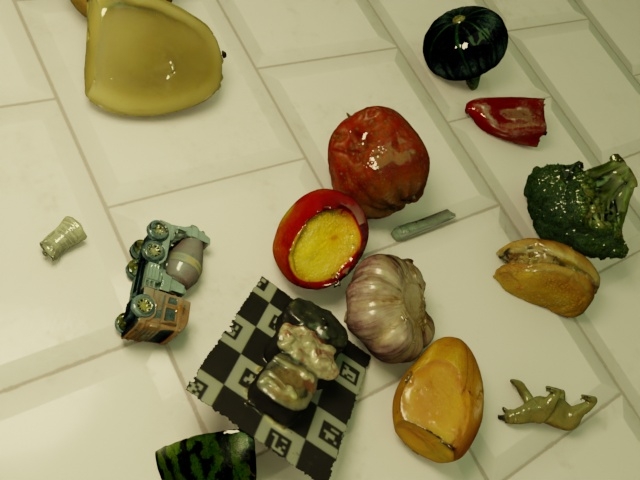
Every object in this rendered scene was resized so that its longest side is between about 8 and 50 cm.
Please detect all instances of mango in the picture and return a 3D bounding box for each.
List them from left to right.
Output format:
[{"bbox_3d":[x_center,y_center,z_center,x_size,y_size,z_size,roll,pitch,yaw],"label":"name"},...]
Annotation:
[{"bbox_3d":[0.257,0.318,1.269,0.187,0.138,0.257,38,53,5],"label":"mango"}]

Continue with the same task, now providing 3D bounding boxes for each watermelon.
[{"bbox_3d":[-0.197,0.392,1.039,0.145,0.137,0.193,4,103,-24],"label":"watermelon"}]

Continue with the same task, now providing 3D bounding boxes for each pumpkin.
[{"bbox_3d":[0.432,-0.557,1.814,0.248,0.248,0.248,11,59,-19],"label":"pumpkin"}]

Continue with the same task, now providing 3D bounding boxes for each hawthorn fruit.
[{"bbox_3d":[0.135,-0.182,1.436,0.258,0.258,0.262,-28,105,-34],"label":"hawthorn fruit"}]

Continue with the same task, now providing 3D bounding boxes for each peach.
[{"bbox_3d":[0.000,0.000,1.288,0.196,0.190,0.226,11,40,8],"label":"peach"}]

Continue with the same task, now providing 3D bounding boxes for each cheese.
[{"bbox_3d":[-0.356,-0.398,1.349,0.315,0.260,0.128,1,20,-36],"label":"cheese"}]

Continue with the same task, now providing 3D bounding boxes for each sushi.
[{"bbox_3d":[-0.032,0.210,1.135,0.296,0.100,0.373,37,31,-2],"label":"sushi"}]

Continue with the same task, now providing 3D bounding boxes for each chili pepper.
[{"bbox_3d":[0.546,-0.356,1.812,0.252,0.136,0.144,1,107,-13],"label":"chili pepper"}]

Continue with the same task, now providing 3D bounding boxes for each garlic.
[{"bbox_3d":[0.137,0.148,1.301,0.245,0.160,0.245,28,51,-41],"label":"garlic"}]

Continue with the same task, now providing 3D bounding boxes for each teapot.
[{"bbox_3d":[-0.494,-0.002,1.160,0.067,0.057,0.083,17,51,31],"label":"teapot"}]

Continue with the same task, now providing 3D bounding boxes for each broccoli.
[{"bbox_3d":[0.690,-0.096,1.620,0.283,0.304,0.321,-39,105,2],"label":"broccoli"}]

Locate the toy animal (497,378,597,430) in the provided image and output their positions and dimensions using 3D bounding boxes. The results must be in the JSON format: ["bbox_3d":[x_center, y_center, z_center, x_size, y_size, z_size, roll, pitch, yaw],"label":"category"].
[{"bbox_3d":[0.510,0.380,1.389,0.218,0.103,0.101,16,81,-21],"label":"toy animal"}]

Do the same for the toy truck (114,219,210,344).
[{"bbox_3d":[-0.295,0.073,1.177,0.140,0.108,0.257,21,52,-29],"label":"toy truck"}]

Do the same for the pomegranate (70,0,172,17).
[{"bbox_3d":[-0.461,-0.611,1.392,0.264,0.264,0.264,11,59,-19],"label":"pomegranate"}]

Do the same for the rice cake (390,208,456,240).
[{"bbox_3d":[0.261,-0.042,1.536,0.207,0.033,0.033,-19,74,-32],"label":"rice cake"}]

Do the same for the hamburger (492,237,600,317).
[{"bbox_3d":[0.594,0.081,1.545,0.282,0.156,0.144,22,55,-9],"label":"hamburger"}]
